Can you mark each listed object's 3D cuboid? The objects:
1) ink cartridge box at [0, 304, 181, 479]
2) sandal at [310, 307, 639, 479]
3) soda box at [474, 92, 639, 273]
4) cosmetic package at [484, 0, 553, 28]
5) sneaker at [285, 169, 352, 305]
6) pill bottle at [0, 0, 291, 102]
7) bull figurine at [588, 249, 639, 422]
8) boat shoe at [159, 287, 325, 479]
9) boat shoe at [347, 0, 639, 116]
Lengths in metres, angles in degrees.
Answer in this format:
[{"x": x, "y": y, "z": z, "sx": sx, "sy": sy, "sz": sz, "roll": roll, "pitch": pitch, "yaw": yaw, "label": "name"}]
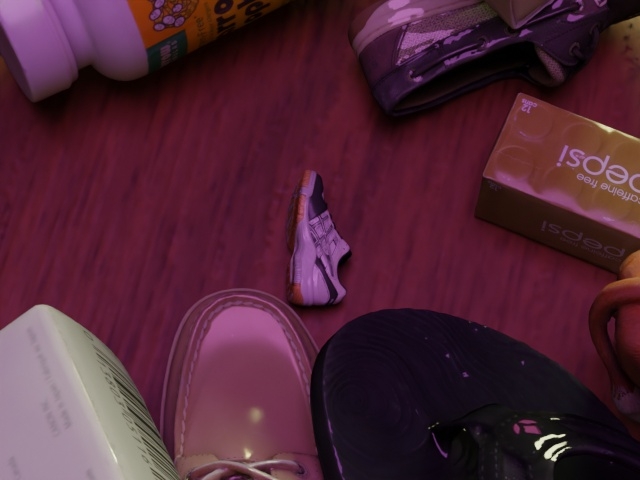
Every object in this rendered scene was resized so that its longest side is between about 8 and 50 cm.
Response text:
[{"x": -0.212, "y": 0.252, "z": 0.829, "sx": 0.385, "sy": 0.091, "sz": 0.308, "roll": -38, "pitch": 45, "yaw": 5, "label": "ink cartridge box"}, {"x": 0.168, "y": 0.194, "z": 0.878, "sx": 0.167, "sy": 0.107, "sz": 0.446, "roll": -28, "pitch": 71, "yaw": -34, "label": "sandal"}, {"x": 0.183, "y": -0.017, "z": 1.019, "sx": 0.181, "sy": 0.058, "sz": 0.061, "roll": 22, "pitch": 68, "yaw": 10, "label": "soda box"}, {"x": 0.069, "y": -0.288, "z": 1.015, "sx": 0.153, "sy": 0.129, "sz": 0.296, "roll": -40, "pitch": 71, "yaw": -7, "label": "cosmetic package"}, {"x": 0.000, "y": 0.000, "z": 1.030, "sx": 0.037, "sy": 0.032, "sz": 0.083, "roll": 6, "pitch": 70, "yaw": -12, "label": "sneaker"}, {"x": -0.098, "y": -0.167, "z": 1.052, "sx": 0.208, "sy": 0.117, "sz": 0.117, "roll": -28, "pitch": 69, "yaw": -13, "label": "pill bottle"}, {"x": 0.290, "y": 0.070, "z": 0.909, "sx": 0.310, "sy": 0.188, "sz": 0.101, "roll": 14, "pitch": 67, "yaw": 6, "label": "bull figurine"}, {"x": -0.030, "y": 0.156, "z": 0.919, "sx": 0.109, "sy": 0.098, "sz": 0.302, "roll": -4, "pitch": 66, "yaw": -2, "label": "boat shoe"}, {"x": 0.131, "y": -0.125, "z": 1.061, "sx": 0.223, "sy": 0.080, "sz": 0.073, "roll": -14, "pitch": 74, "yaw": -3, "label": "boat shoe"}]
